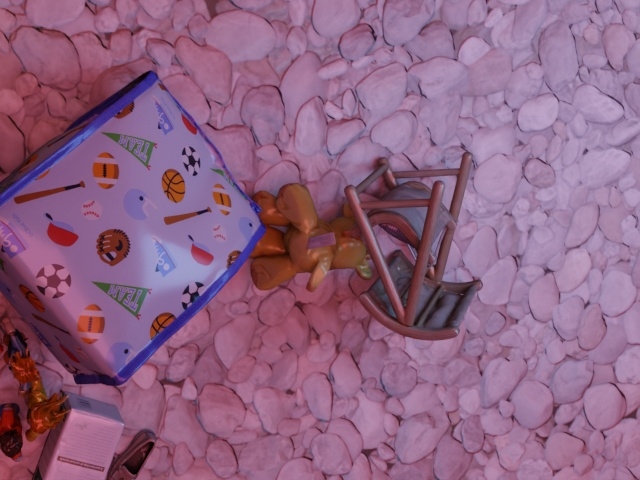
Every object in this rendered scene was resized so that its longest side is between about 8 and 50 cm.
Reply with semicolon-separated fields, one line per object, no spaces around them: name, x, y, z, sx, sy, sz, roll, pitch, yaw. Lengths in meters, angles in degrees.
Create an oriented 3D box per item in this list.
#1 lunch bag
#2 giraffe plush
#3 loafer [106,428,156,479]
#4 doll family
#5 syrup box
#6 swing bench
lunch bag;-0.298;-0.024;1.630;0.385;0.239;0.328;-45;110;-27
giraffe plush;0.000;0.000;1.791;0.170;0.210;0.181;2;96;-48
loafer;-0.315;0.372;1.805;0.045;0.039;0.125;34;88;-22
doll family;-0.456;0.209;1.661;0.118;0.163;0.263;-16;104;-15
syrup box;-0.403;0.376;1.747;0.096;0.093;0.237;20;93;-21
swing bench;0.157;0.006;1.765;0.165;0.253;0.254;-2;104;18
